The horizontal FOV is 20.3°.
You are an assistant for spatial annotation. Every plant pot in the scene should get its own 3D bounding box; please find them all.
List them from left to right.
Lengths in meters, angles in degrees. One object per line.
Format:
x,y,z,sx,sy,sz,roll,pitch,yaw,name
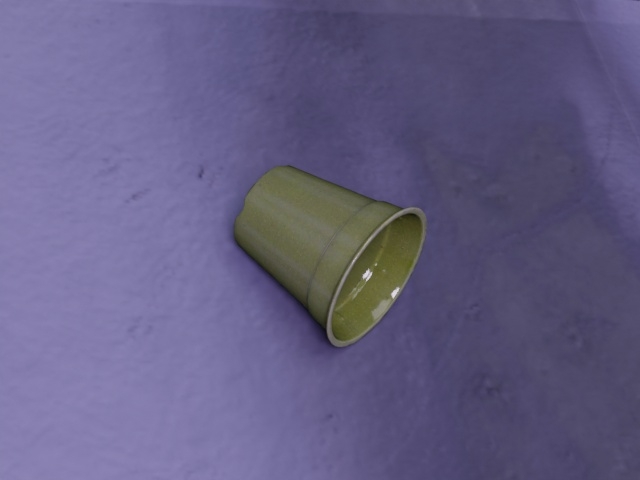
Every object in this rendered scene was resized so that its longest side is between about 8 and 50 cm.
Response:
0.000,0.000,0.935,0.079,0.083,0.083,33,46,23,plant pot
